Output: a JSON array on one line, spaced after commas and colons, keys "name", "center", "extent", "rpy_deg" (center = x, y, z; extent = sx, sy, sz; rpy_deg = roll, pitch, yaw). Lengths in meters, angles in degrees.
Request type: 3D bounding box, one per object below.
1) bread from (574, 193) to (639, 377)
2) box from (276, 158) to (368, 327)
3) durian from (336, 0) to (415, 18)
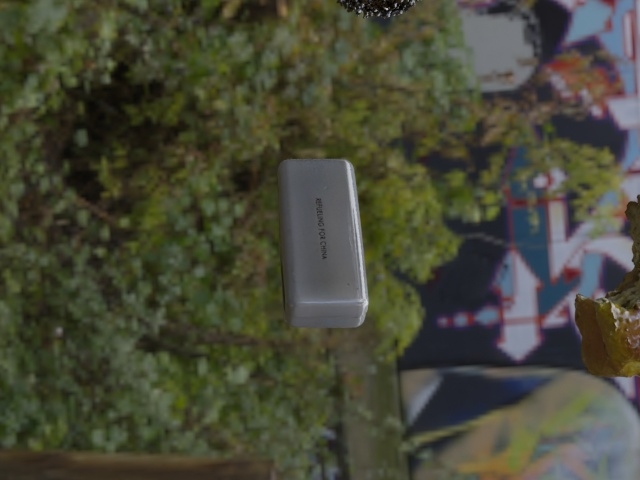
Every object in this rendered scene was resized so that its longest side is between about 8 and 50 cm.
[{"name": "bread", "center": [0.423, 0.018, 1.355], "extent": [0.109, 0.380, 0.185], "rpy_deg": [11, -67, 65]}, {"name": "box", "center": [0.000, 0.000, 1.662], "extent": [0.055, 0.103, 0.244], "rpy_deg": [96, -8, -49]}, {"name": "durian", "center": [0.091, -0.443, 2.141], "extent": [0.167, 0.196, 0.196], "rpy_deg": [53, -20, 46]}]
